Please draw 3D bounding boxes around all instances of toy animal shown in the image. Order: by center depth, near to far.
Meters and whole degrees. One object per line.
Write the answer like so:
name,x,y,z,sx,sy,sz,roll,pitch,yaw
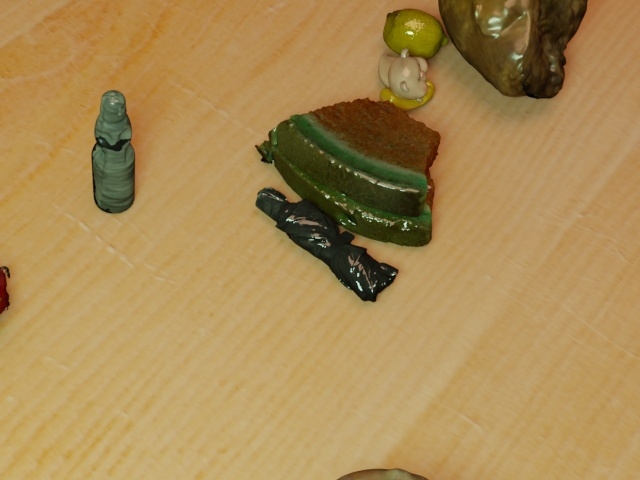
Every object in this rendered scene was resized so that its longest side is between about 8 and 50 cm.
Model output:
toy animal,0.141,-0.263,1.837,0.091,0.082,0.114,2,51,-9

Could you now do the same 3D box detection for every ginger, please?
ginger,0.291,-0.367,1.870,0.223,0.200,0.269,15,75,37

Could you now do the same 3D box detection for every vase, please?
vase,-0.281,-0.123,1.573,0.059,0.211,0.060,4,51,-6

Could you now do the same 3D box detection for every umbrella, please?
umbrella,0.000,0.000,1.622,0.235,0.059,0.066,37,38,17

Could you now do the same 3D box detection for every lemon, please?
lemon,0.156,-0.336,1.898,0.110,0.082,0.082,19,51,-2

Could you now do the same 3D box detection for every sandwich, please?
sandwich,0.070,-0.114,1.690,0.212,0.109,0.292,-30,61,-27

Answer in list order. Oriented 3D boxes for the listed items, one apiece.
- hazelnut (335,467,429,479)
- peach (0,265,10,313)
hazelnut,0.074,0.348,1.270,0.214,0.214,0.176,15,9,3
peach,-0.488,0.026,1.437,0.226,0.190,0.196,12,42,9
